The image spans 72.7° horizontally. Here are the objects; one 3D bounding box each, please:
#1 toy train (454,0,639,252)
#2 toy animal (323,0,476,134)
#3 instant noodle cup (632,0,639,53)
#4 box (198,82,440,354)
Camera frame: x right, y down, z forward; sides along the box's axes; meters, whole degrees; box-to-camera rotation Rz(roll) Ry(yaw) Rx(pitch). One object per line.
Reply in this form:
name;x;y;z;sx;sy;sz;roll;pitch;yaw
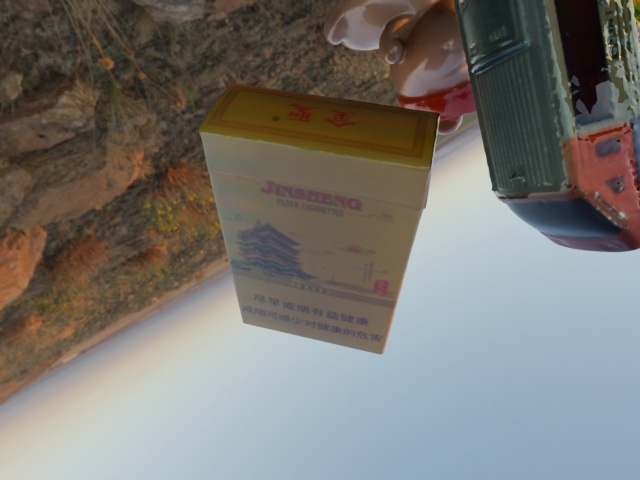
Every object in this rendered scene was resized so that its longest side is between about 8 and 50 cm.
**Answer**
toy train;0.134;-0.183;0.289;0.089;0.410;0.086;-15;-172;-11
toy animal;0.122;-0.223;0.471;0.171;0.197;0.171;-49;-178;2
instant noodle cup;0.500;-0.353;0.731;0.122;0.151;0.151;-42;179;6
box;0.000;0.000;0.423;0.274;0.174;0.076;91;12;-48
